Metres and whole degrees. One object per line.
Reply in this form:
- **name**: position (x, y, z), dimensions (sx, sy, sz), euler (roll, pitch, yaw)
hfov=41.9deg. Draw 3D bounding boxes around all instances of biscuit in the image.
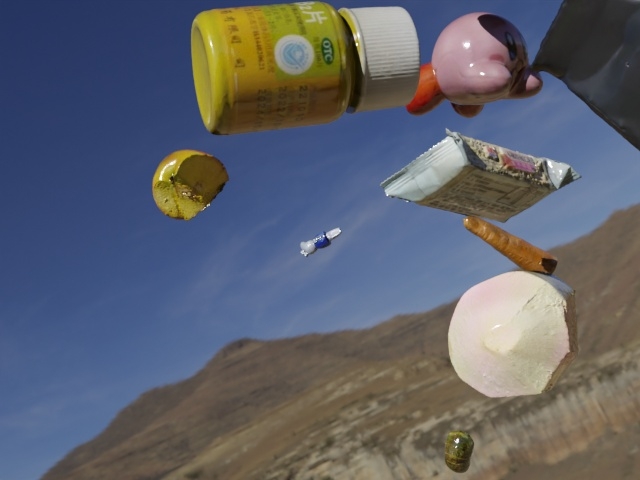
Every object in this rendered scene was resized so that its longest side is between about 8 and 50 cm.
- **biscuit**: position (0.268, -0.096, 1.403), dimensions (0.309, 0.079, 0.186), euler (6, -30, -38)

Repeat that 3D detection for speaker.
- **speaker**: position (0.447, -0.209, 0.930), dimensions (0.388, 0.184, 0.180), euler (-11, -41, -35)

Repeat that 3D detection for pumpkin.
- **pumpkin**: position (0.239, 0.374, 1.458), dimensions (0.050, 0.083, 0.028), euler (9, 21, 27)

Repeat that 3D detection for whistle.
- **whistle**: position (0.000, 0.000, 1.484), dimensions (0.083, 0.033, 0.029), euler (-28, -33, 13)

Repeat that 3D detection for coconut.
- **coconut**: position (0.351, 0.167, 1.487), dimensions (0.233, 0.233, 0.245), euler (-32, -11, 26)

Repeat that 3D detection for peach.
- **peach**: position (-0.261, -0.122, 1.658), dimensions (0.151, 0.118, 0.151), euler (-6, -54, -8)

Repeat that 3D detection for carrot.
- **carrot**: position (0.374, 0.008, 1.677), dimensions (0.061, 0.210, 0.061), euler (-58, 8, 13)

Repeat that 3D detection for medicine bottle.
- **medicine bottle**: position (-0.029, -0.319, 1.524), dimensions (0.384, 0.224, 0.224), euler (-8, -17, -15)

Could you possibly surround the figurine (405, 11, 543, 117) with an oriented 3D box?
- **figurine**: position (0.350, -0.410, 1.920), dimensions (0.270, 0.211, 0.261), euler (-6, -2, -41)
